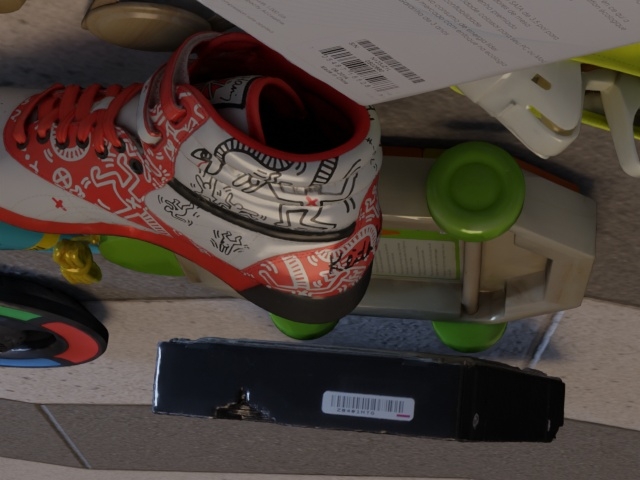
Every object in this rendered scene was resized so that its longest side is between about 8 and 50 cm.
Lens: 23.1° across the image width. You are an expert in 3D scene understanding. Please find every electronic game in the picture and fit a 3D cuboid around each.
[{"bbox_3d":[-0.295,0.072,1.335,0.229,0.048,0.229,5,161,2],"label":"electronic game"}]

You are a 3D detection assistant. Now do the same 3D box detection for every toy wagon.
[{"bbox_3d":[0.000,0.000,1.012,0.344,0.068,0.267,4,161,6],"label":"toy wagon"}]

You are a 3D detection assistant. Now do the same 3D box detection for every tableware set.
[{"bbox_3d":[-0.111,-0.125,0.740,0.169,0.020,0.141,9,167,-22],"label":"tableware set"}]

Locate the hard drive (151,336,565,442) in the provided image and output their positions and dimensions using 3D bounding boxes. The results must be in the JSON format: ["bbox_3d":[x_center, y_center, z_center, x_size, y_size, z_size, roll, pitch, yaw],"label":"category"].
[{"bbox_3d":[0.046,0.121,1.240,0.237,0.064,0.339,3,173,22],"label":"hard drive"}]

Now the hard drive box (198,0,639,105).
[{"bbox_3d":[0.059,-0.138,0.550,0.232,0.089,0.181,-8,157,36],"label":"hard drive box"}]

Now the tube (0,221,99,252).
[{"bbox_3d":[-0.235,-0.017,1.066,0.080,0.052,0.207,7,170,27],"label":"tube"}]

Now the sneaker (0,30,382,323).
[{"bbox_3d":[-0.092,-0.060,0.814,0.270,0.090,0.145,21,143,11],"label":"sneaker"}]

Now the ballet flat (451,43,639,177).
[{"bbox_3d":[0.133,-0.072,0.744,0.231,0.077,0.077,12,161,-18],"label":"ballet flat"}]
